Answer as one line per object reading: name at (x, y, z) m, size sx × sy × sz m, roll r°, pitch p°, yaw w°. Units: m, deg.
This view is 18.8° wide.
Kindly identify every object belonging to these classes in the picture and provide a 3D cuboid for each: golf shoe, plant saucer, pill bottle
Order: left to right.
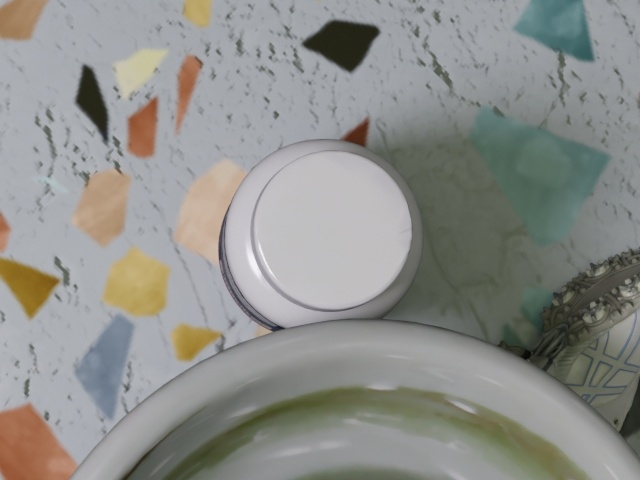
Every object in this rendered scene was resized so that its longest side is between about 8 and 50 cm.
pill bottle at (0.000, 0.000, 1.056) m, size 0.108 × 0.180 × 0.108 m, roll 0°, pitch 86°, yaw -5°
plant saucer at (0.017, 0.243, 0.989) m, size 0.400 × 0.100 × 0.400 m, roll 4°, pitch 81°, yaw -22°
golf shoe at (0.162, 0.073, 1.134) m, size 0.176 × 0.069 × 0.086 m, roll -38°, pitch 110°, yaw -3°
